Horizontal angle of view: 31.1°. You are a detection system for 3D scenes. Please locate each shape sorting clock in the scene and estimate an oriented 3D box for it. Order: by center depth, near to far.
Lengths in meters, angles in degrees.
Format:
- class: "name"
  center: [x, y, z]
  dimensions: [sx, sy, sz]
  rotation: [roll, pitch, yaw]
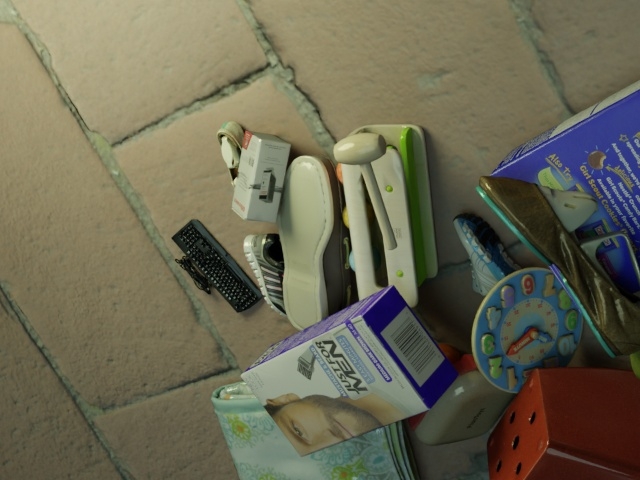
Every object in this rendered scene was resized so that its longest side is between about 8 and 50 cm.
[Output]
- class: "shape sorting clock"
  center: [0.330, 0.144, 1.814]
  dimensions: [0.040, 0.206, 0.206]
  rotation: [33, 138, 60]

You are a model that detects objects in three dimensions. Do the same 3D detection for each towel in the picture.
- class: "towel"
  center: [0.000, 0.408, 2.139]
  dimensions: [0.374, 0.090, 0.320]
  rotation: [-6, 111, 27]

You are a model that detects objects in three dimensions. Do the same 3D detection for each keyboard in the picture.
- class: "keyboard"
  center: [-0.200, 0.059, 2.090]
  dimensions: [0.192, 0.038, 0.100]
  rotation: [49, 124, -3]

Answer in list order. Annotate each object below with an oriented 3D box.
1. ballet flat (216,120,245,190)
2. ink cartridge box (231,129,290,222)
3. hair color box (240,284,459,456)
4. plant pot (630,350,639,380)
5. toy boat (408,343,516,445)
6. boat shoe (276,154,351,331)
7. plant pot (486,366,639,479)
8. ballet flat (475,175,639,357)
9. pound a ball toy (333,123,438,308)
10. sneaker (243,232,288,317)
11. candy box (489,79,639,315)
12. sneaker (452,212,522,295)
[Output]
- class: "ballet flat"
  center: [-0.141, -0.121, 1.965]
  dimensions: [0.057, 0.052, 0.168]
  rotation: [-10, 110, 29]
- class: "ink cartridge box"
  center: [-0.099, -0.106, 1.900]
  dimensions: [0.056, 0.099, 0.135]
  rotation: [7, 102, -20]
- class: "hair color box"
  center: [0.040, 0.221, 1.880]
  dimensions: [0.185, 0.110, 0.339]
  rotation: [54, 138, -5]
- class: "plant pot"
  center: [0.613, 0.159, 1.659]
  dimensions: [0.293, 0.275, 0.275]
  rotation: [7, 118, 40]
- class: "toy boat"
  center: [0.226, 0.242, 1.937]
  dimensions: [0.151, 0.151, 0.231]
  rotation: [67, 149, 34]
- class: "boat shoe"
  center: [0.000, 0.000, 1.935]
  dimensions: [0.116, 0.096, 0.324]
  rotation: [19, 121, 37]
- class: "plant pot"
  center: [0.405, 0.347, 1.779]
  dimensions: [0.235, 0.267, 0.267]
  rotation: [21, 123, -9]
- class: "ballet flat"
  center: [0.369, 0.012, 1.629]
  dimensions: [0.124, 0.116, 0.342]
  rotation: [-39, 96, 15]
- class: "pound a ball toy"
  center: [0.081, -0.045, 1.808]
  dimensions: [0.135, 0.208, 0.319]
  rotation: [1, 115, 24]
- class: "sneaker"
  center: [-0.069, 0.058, 2.013]
  dimensions: [0.075, 0.063, 0.170]
  rotation: [-22, 99, 38]
- class: "candy box"
  center: [0.457, -0.076, 1.673]
  dimensions: [0.317, 0.122, 0.268]
  rotation: [-29, 100, 34]
- class: "sneaker"
  center: [0.264, 0.044, 1.854]
  dimensions: [0.083, 0.071, 0.191]
  rotation: [-33, 98, 39]
